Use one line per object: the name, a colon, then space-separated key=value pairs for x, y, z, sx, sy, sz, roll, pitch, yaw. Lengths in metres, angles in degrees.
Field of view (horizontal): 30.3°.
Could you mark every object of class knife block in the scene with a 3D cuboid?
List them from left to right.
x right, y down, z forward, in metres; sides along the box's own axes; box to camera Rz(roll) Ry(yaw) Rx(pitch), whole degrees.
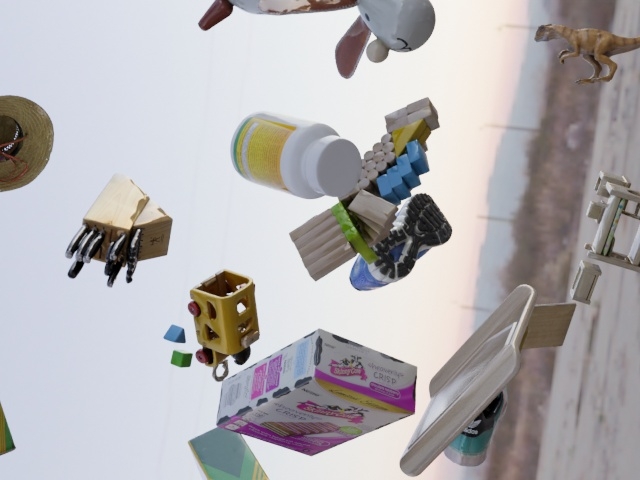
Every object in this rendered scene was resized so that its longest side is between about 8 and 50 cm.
knife block: x=-0.423 y=-0.019 z=2.289 sx=0.242 sy=0.275 sz=0.088 roll=-11 pitch=-53 yaw=-37

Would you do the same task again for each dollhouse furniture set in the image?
dollhouse furniture set: x=0.467 y=0.002 z=1.859 sx=0.161 sy=0.101 sz=0.182 roll=-64 pitch=-10 yaw=-74

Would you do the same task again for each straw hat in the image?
straw hat: x=-0.418 y=-0.138 z=1.529 sx=0.061 sy=0.144 sz=0.144 roll=-126 pitch=26 yaw=-46

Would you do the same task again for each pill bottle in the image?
pill bottle: x=-0.035 y=-0.126 z=1.789 sx=0.117 sy=0.208 sz=0.118 roll=-12 pitch=-71 yaw=-36

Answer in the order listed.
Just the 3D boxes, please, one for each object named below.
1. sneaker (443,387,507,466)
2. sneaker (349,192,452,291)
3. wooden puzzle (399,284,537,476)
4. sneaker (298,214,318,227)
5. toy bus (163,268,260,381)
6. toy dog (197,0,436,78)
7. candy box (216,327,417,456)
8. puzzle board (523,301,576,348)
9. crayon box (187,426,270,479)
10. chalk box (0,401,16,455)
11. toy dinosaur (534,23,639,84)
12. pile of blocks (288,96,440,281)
sneaker: x=0.292 y=0.275 z=2.139 sx=0.302 sy=0.108 sz=0.121 roll=-64 pitch=-14 yaw=-60
sneaker: x=0.160 y=0.007 z=2.524 sx=0.130 sy=0.147 sz=0.330 roll=56 pitch=-137 yaw=-2
wooden puzzle: x=0.197 y=0.178 z=1.507 sx=0.221 sy=0.044 sz=0.239 roll=-51 pitch=2 yaw=24
sneaker: x=0.000 y=0.000 z=2.466 sx=0.073 sy=0.063 sz=0.162 roll=55 pitch=-175 yaw=23
toy bus: x=-0.158 y=0.155 z=2.076 sx=0.202 sy=0.104 sz=0.191 roll=32 pitch=-103 yaw=-53
toy dog: x=-0.034 y=-0.281 z=1.401 sx=0.220 sy=0.333 sz=0.161 roll=33 pitch=-89 yaw=-34
candy box: x=-0.007 y=0.203 z=1.529 sx=0.233 sy=0.159 sz=0.071 roll=-34 pitch=42 yaw=47
puzzle board: x=0.344 y=0.139 z=1.918 sx=0.011 sy=0.128 sz=0.096 roll=-107 pitch=20 yaw=-47
crayon box: x=-0.085 y=0.439 z=1.745 sx=0.323 sy=0.083 sz=0.203 roll=47 pitch=157 yaw=56
chalk box: x=-0.692 y=0.271 z=2.072 sx=0.179 sy=0.180 sz=0.289 roll=-4 pitch=-104 yaw=-73
toy dinosaur: x=0.441 y=-0.300 z=1.839 sx=0.064 sy=0.211 sz=0.112 roll=33 pitch=-119 yaw=-89
pile of blocks: x=0.106 y=-0.065 z=1.975 sx=0.362 sy=0.149 sz=0.112 roll=-51 pitch=-41 yaw=-7
